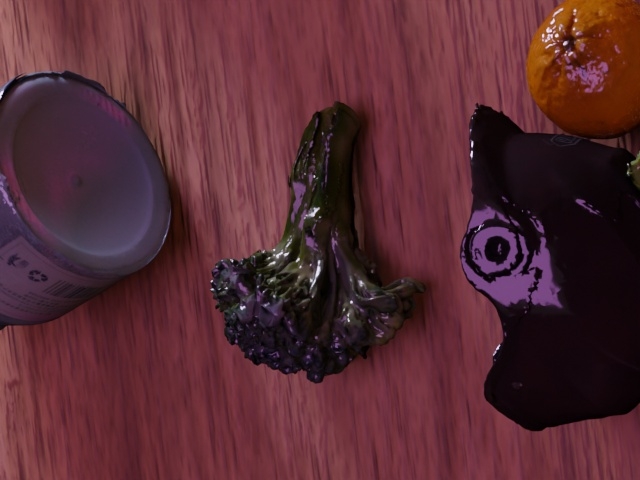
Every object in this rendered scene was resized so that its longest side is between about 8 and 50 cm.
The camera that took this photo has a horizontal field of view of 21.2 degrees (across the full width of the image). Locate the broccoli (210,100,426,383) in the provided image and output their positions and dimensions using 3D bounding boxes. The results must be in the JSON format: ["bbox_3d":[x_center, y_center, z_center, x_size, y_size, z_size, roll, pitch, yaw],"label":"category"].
[{"bbox_3d":[0.012,0.012,1.723,0.198,0.177,0.274,32,98,33],"label":"broccoli"}]

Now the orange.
[{"bbox_3d":[0.251,-0.159,1.559,0.136,0.117,0.135,7,101,39],"label":"orange"}]

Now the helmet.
[{"bbox_3d":[0.238,0.020,1.520,0.177,0.225,0.305,-3,103,24],"label":"helmet"}]

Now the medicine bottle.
[{"bbox_3d":[-0.347,-0.021,1.893,0.290,0.245,0.245,-28,79,38],"label":"medicine bottle"}]

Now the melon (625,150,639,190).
[{"bbox_3d":[0.413,-0.086,1.462,0.265,0.129,0.169,-37,94,15],"label":"melon"}]
